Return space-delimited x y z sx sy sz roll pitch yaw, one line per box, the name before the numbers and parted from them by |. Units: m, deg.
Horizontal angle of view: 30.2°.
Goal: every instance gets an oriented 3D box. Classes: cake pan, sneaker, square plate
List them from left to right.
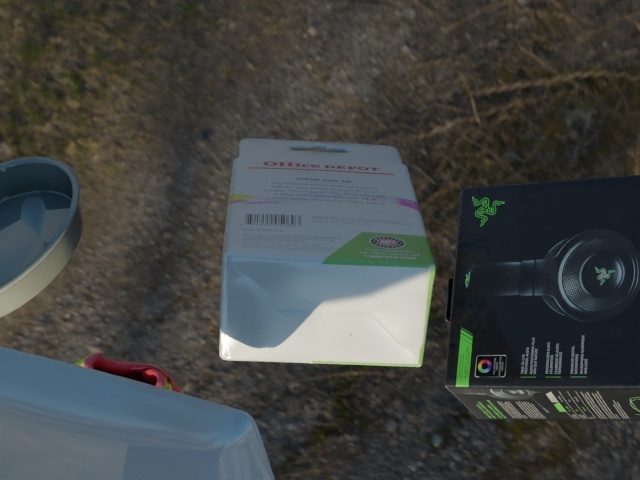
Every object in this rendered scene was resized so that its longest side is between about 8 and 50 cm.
cake pan | -0.442 0.005 1.589 0.293 0.054 0.293 -16 41 14
square plate | -0.182 0.201 0.897 0.049 0.347 0.344 -65 23 18
sneaker | -0.158 0.166 1.148 0.094 0.208 0.081 -48 31 39

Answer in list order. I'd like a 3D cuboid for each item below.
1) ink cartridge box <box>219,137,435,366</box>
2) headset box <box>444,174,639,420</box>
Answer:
ink cartridge box | 0.000 0.000 1.292 0.207 0.353 0.119 3 114 -3
headset box | 0.280 0.065 1.316 0.283 0.131 0.246 -3 65 25
